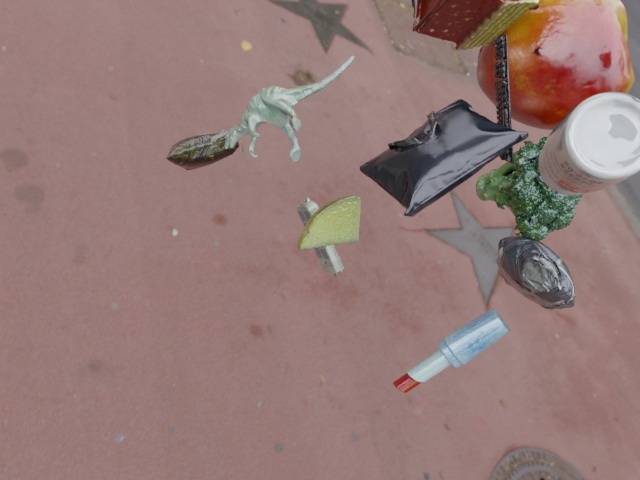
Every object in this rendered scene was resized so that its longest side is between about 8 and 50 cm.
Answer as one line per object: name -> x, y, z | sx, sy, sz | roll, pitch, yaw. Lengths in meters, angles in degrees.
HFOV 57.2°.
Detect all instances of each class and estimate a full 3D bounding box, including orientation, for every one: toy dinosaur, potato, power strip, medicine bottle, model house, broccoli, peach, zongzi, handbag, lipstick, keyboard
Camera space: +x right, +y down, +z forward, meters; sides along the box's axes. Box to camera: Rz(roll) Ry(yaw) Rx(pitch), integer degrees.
toy dinosaur -> -0.081, -0.313, 1.405 | 0.092, 0.393, 0.205 | 18, 34, -51
potato -> 0.012, -0.055, 1.321 | 0.149, 0.120, 0.081 | -9, 32, -20
power strip -> 0.000, 0.000, 1.482 | 0.029, 0.080, 0.227 | -30, 106, -24
medicine bottle -> 0.464, -0.156, 1.014 | 0.144, 0.144, 0.252 | 46, 5, 6
model house -> 0.361, -0.553, 1.355 | 0.254, 0.196, 0.160 | 15, 69, -17
broccoli -> 0.541, -0.131, 1.526 | 0.270, 0.270, 0.270 | -6, 98, -50
peach -> 0.595, -0.464, 1.514 | 0.388, 0.388, 0.388 | 19, 47, -21
zongzi -> -0.294, -0.234, 1.497 | 0.187, 0.184, 0.084 | -18, 99, -4
handbag -> 0.213, -0.162, 1.078 | 0.088, 0.254, 0.211 | 57, -1, -36
lipstick -> 0.274, 0.246, 1.260 | 0.068, 0.274, 0.061 | 48, 15, -12
keyboard -> 0.338, -0.258, 1.084 | 0.023, 0.231, 0.072 | -5, 15, 10

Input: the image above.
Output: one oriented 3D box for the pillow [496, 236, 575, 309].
pillow -> 0.413, 0.066, 1.111 | 0.161, 0.092, 0.335 | 38, 5, 24
